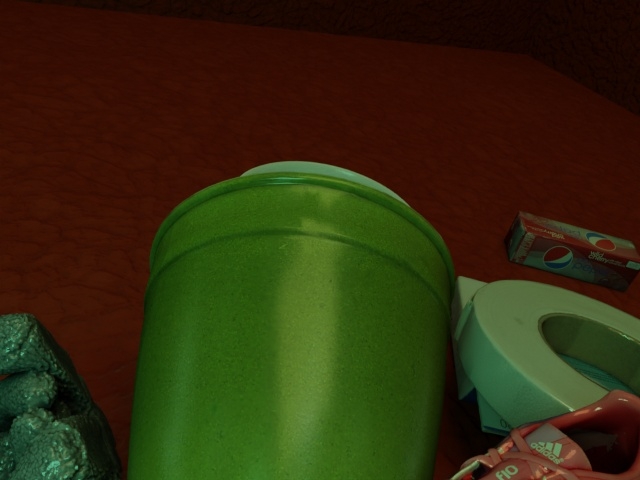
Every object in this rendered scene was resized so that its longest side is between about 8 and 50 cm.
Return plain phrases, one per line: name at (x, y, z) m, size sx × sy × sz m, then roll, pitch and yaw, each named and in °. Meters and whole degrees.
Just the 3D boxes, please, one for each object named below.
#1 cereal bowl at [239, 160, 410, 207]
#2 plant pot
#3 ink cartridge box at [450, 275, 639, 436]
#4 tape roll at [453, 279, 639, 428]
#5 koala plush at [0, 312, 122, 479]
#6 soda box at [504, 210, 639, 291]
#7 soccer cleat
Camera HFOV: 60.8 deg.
cereal bowl at (0.000, 0.000, 0.961) m, size 0.339 × 0.141 × 0.338 m, roll 10°, pitch 35°, yaw -7°
plant pot at (-0.035, 0.183, 0.546) m, size 0.367 × 0.366 × 0.352 m, roll 11°, pitch 46°, yaw -6°
ink cartridge box at (0.374, 0.215, 0.864) m, size 0.325 × 0.071 × 0.330 m, roll 15°, pitch 37°, yaw -2°
tape roll at (0.375, 0.180, 0.727) m, size 0.393 × 0.071 × 0.392 m, roll 14°, pitch 23°, yaw -6°
koala plush at (-0.331, 0.221, 0.528) m, size 0.221 × 0.203 × 0.196 m, roll -28°, pitch 62°, yaw -19°
soda box at (0.546, 0.022, 1.188) m, size 0.264 × 0.083 × 0.092 m, roll 15°, pitch 35°, yaw 0°
soccer cleat at (0.115, 0.179, 0.356) m, size 0.319 × 0.116 × 0.109 m, roll -4°, pitch 28°, yaw -36°
